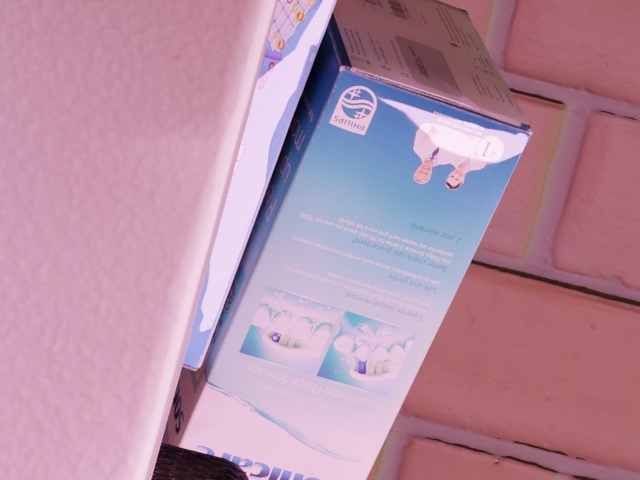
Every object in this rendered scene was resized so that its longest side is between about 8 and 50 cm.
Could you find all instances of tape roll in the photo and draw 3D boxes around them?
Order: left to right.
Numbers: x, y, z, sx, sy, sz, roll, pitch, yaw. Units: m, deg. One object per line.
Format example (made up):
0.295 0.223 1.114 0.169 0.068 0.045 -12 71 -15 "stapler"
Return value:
-0.078 0.042 0.517 0.392 0.072 0.392 -165 -90 -86 "tape roll"

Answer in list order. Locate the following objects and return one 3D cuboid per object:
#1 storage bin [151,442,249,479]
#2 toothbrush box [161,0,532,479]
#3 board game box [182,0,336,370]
-0.131 0.158 0.909 0.084 0.180 0.122 -102 -154 -83 "storage bin"
0.000 0.000 1.149 0.216 0.126 0.295 -103 -147 -62 "toothbrush box"
-0.078 -0.116 1.147 0.302 0.086 0.308 -118 -132 -72 "board game box"
